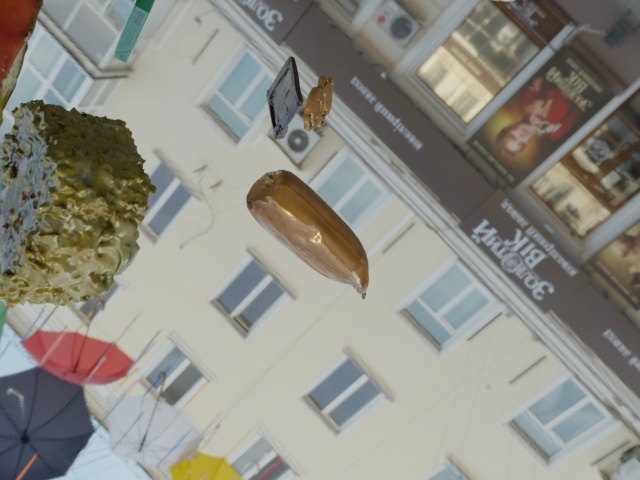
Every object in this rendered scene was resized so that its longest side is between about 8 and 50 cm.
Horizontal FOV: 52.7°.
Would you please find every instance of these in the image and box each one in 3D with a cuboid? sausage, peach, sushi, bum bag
[{"bbox_3d":[0.004,0.002,1.126,0.328,0.112,0.112,44,-160,-34],"label":"sausage"},{"bbox_3d":[-0.596,-0.351,1.081,0.201,0.362,0.258,20,-153,-27],"label":"peach"},{"bbox_3d":[-0.534,-0.061,1.338,0.240,0.397,0.351,12,-151,-45],"label":"sushi"},{"bbox_3d":[-0.068,-0.277,1.265,0.026,0.159,0.109,-4,-105,-24],"label":"bum bag"}]

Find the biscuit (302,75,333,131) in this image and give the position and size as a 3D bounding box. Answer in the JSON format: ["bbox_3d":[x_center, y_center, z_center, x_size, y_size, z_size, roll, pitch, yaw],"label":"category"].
[{"bbox_3d":[-0.001,-0.353,1.653,0.027,0.134,0.184,15,-160,14],"label":"biscuit"}]

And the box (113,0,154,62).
[{"bbox_3d":[-0.415,-0.534,1.496,0.042,0.226,0.161,24,-115,-22],"label":"box"}]
